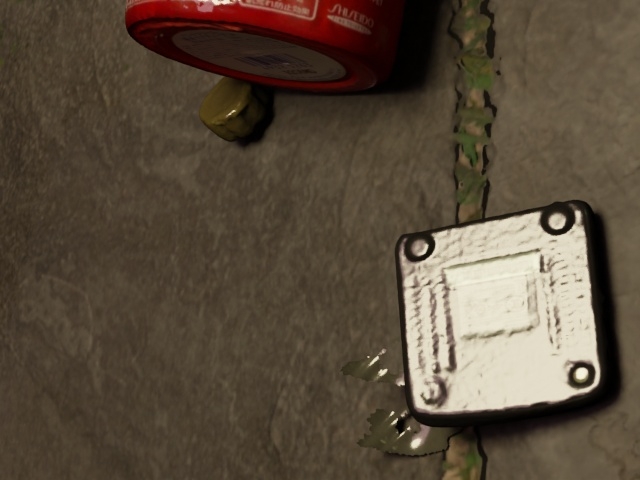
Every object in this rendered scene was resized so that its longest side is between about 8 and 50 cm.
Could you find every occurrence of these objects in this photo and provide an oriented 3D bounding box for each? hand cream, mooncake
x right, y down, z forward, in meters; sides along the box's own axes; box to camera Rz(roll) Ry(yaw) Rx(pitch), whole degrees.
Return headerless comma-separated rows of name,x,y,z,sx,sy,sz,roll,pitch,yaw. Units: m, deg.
hand cream,-0.033,-0.181,0.837,0.193,0.193,0.125,8,84,45
mooncake,-0.009,-0.003,0.856,0.150,0.057,0.347,-32,56,32

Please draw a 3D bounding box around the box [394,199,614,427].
box,0.106,0.044,0.725,0.126,0.027,0.125,-12,69,23
